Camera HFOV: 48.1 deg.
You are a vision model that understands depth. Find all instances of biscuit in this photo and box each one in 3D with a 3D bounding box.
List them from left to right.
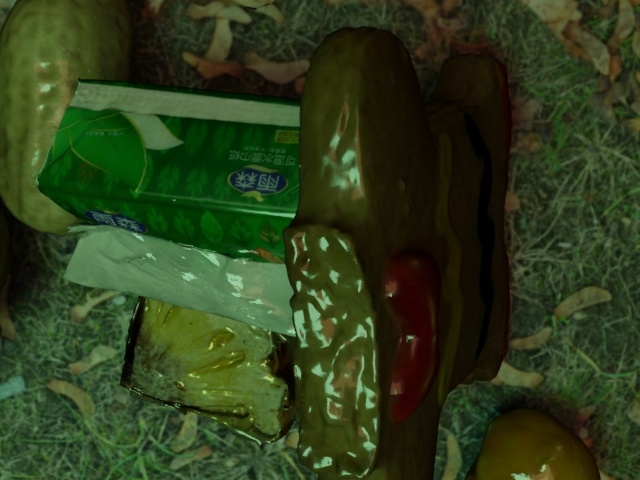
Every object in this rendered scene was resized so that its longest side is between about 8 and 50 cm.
[{"bbox_3d":[0.097,0.029,0.576,0.076,0.394,0.368,3,101,26],"label":"biscuit"}]

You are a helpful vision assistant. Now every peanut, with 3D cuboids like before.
[{"bbox_3d":[-0.225,-0.132,0.642,0.122,0.137,0.253,2,97,-2],"label":"peanut"}]

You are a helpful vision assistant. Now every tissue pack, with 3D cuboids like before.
[{"bbox_3d":[-0.085,-0.019,0.549,0.209,0.148,0.156,9,69,12],"label":"tissue pack"}]

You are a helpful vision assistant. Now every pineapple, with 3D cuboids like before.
[{"bbox_3d":[-0.109,0.094,0.701,0.186,0.114,0.236,-31,102,14],"label":"pineapple"}]

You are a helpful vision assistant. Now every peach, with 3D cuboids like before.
[{"bbox_3d":[0.222,0.248,0.746,0.138,0.138,0.138,-1,100,-4],"label":"peach"}]

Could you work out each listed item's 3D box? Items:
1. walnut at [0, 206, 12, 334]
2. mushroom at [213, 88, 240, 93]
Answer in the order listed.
[{"bbox_3d":[-0.425,0.021,0.585,0.333,0.333,0.332,-1,100,-4],"label":"walnut"},{"bbox_3d":[0.000,0.000,0.708,0.351,0.095,0.123,45,120,-10],"label":"mushroom"}]
